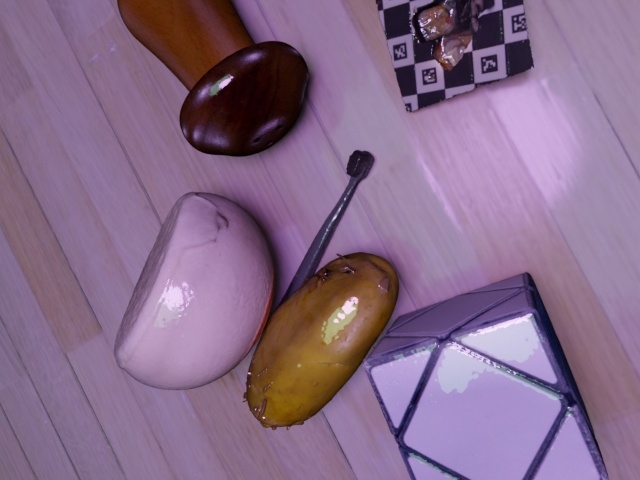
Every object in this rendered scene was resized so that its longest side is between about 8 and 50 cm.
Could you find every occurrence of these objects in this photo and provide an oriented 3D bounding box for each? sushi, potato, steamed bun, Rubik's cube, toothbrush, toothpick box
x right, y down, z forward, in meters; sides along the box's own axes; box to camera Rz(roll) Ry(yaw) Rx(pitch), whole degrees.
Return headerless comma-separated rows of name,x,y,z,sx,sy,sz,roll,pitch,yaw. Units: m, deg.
sushi,0.172,-0.293,0.692,0.192,0.040,0.210,-12,93,38
potato,-0.006,0.140,0.755,0.140,0.173,0.300,30,111,-14
steamed bun,-0.164,0.078,0.762,0.177,0.283,0.283,24,108,-21
Rubik's cube,0.201,0.180,0.665,0.207,0.205,0.205,-22,90,22
toothbrush,0.000,0.000,0.805,0.030,0.030,0.297,41,112,37
toothpick box,-0.150,-0.255,0.742,0.192,0.192,0.294,-41,78,20
